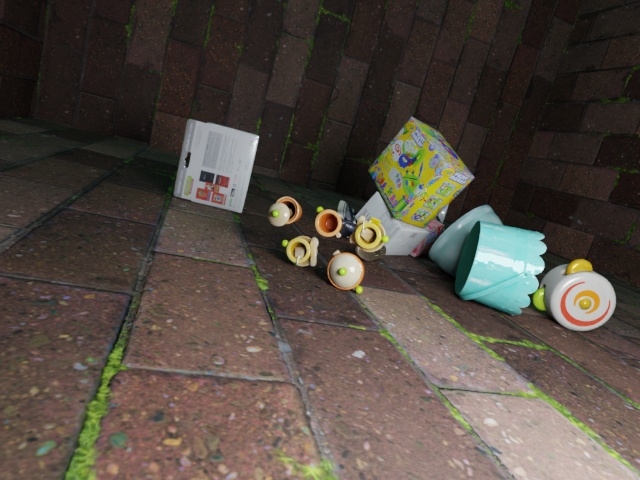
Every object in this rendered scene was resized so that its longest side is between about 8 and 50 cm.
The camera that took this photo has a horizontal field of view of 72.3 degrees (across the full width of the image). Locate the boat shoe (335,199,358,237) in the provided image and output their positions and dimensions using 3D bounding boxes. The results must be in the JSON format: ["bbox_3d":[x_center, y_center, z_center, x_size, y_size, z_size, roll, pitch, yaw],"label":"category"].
[{"bbox_3d":[0.133,-0.079,1.938,0.157,0.127,0.341,22,19,-1],"label":"boat shoe"}]

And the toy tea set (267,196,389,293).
[{"bbox_3d":[0.000,0.000,1.158,0.335,0.200,0.124,19,4,15],"label":"toy tea set"}]

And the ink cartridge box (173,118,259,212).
[{"bbox_3d":[-0.406,-0.295,1.721,0.271,0.310,0.130,13,11,-12],"label":"ink cartridge box"}]

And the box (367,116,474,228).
[{"bbox_3d":[0.372,-0.256,1.675,0.176,0.279,0.290,14,40,-35],"label":"box"}]

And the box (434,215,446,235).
[{"bbox_3d":[0.465,-0.076,2.010,0.077,0.180,0.147,-19,-10,-45],"label":"box"}]

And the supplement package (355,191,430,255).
[{"bbox_3d":[0.287,-0.063,1.757,0.194,0.149,0.203,4,46,-45],"label":"supplement package"}]

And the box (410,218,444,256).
[{"bbox_3d":[0.367,-0.070,1.935,0.154,0.142,0.300,-9,36,-43],"label":"box"}]

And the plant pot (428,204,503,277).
[{"bbox_3d":[0.575,0.042,1.609,0.292,0.293,0.196,1,45,-51],"label":"plant pot"}]

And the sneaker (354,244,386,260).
[{"bbox_3d":[0.162,0.040,1.558,0.071,0.067,0.188,3,-3,37],"label":"sneaker"}]

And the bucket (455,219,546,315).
[{"bbox_3d":[0.535,0.078,1.337,0.182,0.282,0.281,16,12,9],"label":"bucket"}]

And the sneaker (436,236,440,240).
[{"bbox_3d":[0.612,0.056,1.924,0.182,0.128,0.315,25,21,24],"label":"sneaker"}]

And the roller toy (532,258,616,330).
[{"bbox_3d":[0.809,0.178,1.382,0.191,0.209,0.146,36,13,-1],"label":"roller toy"}]

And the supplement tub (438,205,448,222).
[{"bbox_3d":[0.465,-0.180,2.229,0.330,0.241,0.241,18,12,9],"label":"supplement tub"}]
